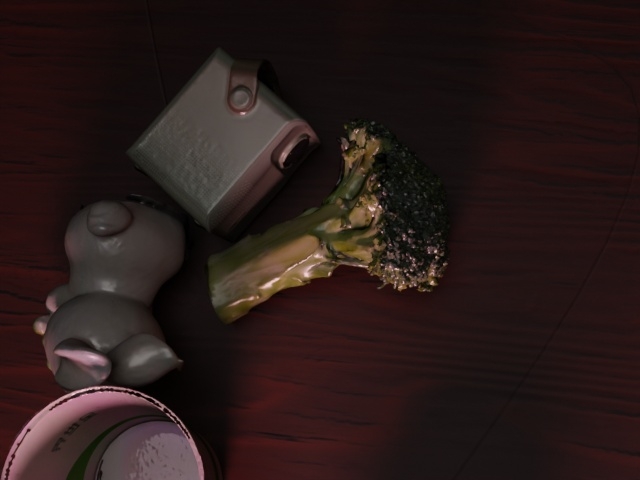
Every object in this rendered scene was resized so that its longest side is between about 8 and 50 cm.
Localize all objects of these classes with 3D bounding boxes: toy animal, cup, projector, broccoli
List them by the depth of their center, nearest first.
[{"bbox_3d":[-0.247,0.321,1.371,0.253,0.274,0.253,-1,78,6],"label":"cup"},{"bbox_3d":[0.012,0.019,1.446,0.361,0.221,0.252,-45,69,9],"label":"broccoli"},{"bbox_3d":[-0.284,0.094,1.450,0.182,0.247,0.310,19,57,-16],"label":"toy animal"},{"bbox_3d":[-0.127,-0.141,1.508,0.177,0.163,0.242,40,89,13],"label":"projector"}]
